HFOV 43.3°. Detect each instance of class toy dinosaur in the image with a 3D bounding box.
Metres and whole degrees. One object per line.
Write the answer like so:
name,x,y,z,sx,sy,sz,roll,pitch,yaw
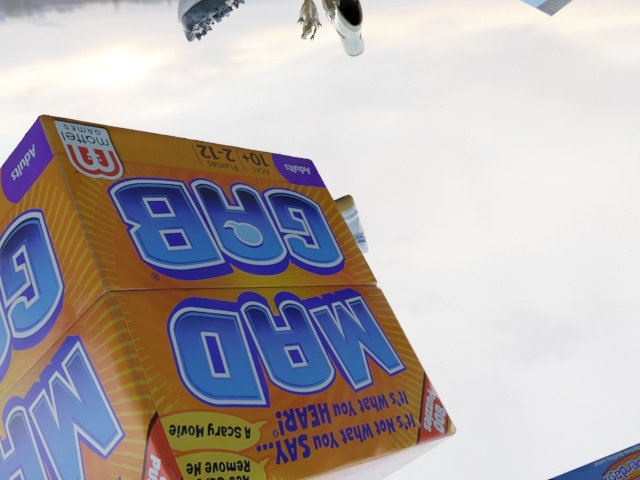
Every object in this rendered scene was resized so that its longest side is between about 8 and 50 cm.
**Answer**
toy dinosaur,-0.023,-0.483,1.686,0.053,0.183,0.092,-4,155,-2

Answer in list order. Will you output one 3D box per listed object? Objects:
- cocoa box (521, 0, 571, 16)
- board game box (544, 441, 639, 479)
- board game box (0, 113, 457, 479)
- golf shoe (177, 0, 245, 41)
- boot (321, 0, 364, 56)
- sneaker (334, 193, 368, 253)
cocoa box,0.512,-0.719,1.907,0.228,0.231,0.347,-37,156,34
board game box,0.386,0.311,1.005,0.210,0.160,0.047,-24,-132,4
board game box,-0.161,0.141,0.823,0.356,0.356,0.356,-41,154,31
golf shoe,-0.107,-0.251,0.731,0.077,0.094,0.198,-31,-153,25
boot,0.059,-0.609,2.115,0.077,0.213,0.165,-21,164,-2
sneaker,0.000,0.000,1.625,0.112,0.130,0.296,-24,-177,-19
